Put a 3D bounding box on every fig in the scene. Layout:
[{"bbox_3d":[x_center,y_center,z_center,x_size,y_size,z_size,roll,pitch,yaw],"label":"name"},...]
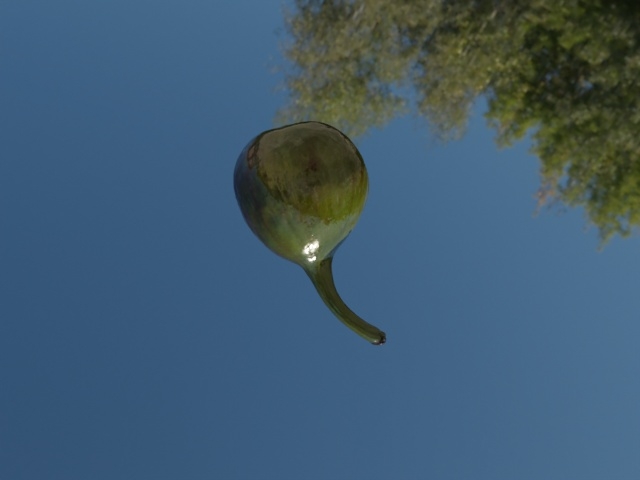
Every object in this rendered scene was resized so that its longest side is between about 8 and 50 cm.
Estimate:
[{"bbox_3d":[0.000,0.000,0.897,0.149,0.149,0.245,-18,-89,-47],"label":"fig"}]
